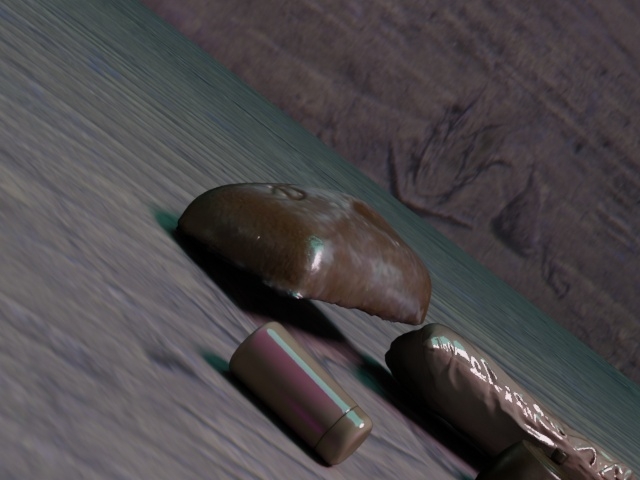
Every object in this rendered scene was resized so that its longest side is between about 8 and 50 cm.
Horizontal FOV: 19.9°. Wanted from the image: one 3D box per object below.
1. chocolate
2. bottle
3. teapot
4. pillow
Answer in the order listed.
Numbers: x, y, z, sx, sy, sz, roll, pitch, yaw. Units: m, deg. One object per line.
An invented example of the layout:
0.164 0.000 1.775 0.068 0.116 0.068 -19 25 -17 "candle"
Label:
0.000 -0.001 1.504 0.161 0.083 0.261 27 6 28 "chocolate"
-0.011 0.098 1.169 0.096 0.045 0.045 43 7 14 "bottle"
0.169 0.193 1.430 0.076 0.068 0.121 40 7 -6 "teapot"
0.163 0.159 1.565 0.270 0.067 0.173 38 -10 -14 "pillow"
